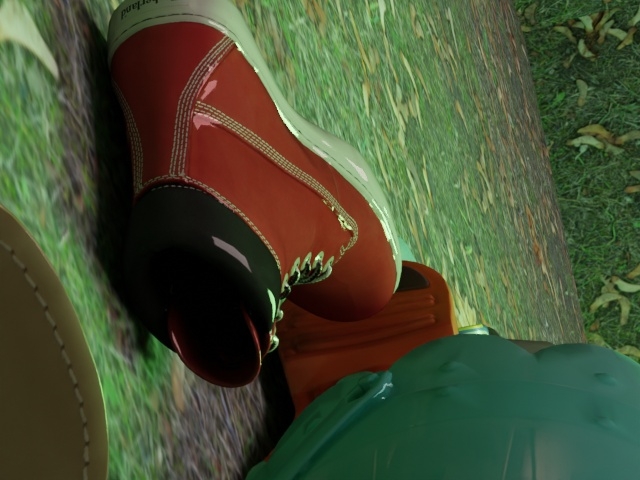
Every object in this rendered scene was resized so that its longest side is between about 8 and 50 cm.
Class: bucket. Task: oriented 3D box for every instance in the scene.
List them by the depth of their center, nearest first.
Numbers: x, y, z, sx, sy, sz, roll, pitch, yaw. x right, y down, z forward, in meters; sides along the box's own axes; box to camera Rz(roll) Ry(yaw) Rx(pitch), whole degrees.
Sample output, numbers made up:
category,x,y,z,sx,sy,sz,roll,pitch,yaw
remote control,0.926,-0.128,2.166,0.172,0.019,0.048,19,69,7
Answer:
category,x,y,z,sx,sy,sz,roll,pitch,yaw
bucket,0.068,0.189,0.707,0.183,0.281,0.281,-56,130,-74

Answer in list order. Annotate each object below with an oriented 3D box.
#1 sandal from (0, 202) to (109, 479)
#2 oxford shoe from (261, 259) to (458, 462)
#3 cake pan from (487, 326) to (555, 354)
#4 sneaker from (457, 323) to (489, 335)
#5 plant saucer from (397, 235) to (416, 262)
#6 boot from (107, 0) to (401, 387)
category,x,y,z,sx,sy,sz,roll,pitch,yaw
sandal,-0.101,0.087,0.537,0.079,0.088,0.240,34,-39,57
oxford shoe,0.040,0.142,0.992,0.364,0.130,0.133,-81,161,-64
cake pan,0.184,0.210,1.600,0.293,0.054,0.293,169,-90,-84
sneaker,0.117,0.108,1.424,0.144,0.053,0.059,39,36,-58
plant saucer,0.062,0.095,1.391,0.195,0.037,0.195,-15,90,-80
boot,-0.026,0.018,0.929,0.244,0.088,0.176,49,27,-49
